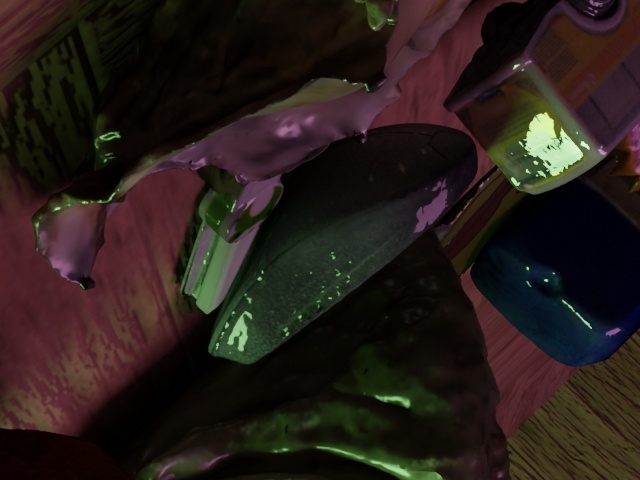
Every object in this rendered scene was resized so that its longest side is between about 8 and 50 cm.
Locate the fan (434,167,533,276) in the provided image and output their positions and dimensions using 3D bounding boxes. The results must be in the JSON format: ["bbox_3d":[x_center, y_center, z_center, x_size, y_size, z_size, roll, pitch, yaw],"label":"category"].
[{"bbox_3d":[0.112,-0.003,1.512,0.229,0.011,0.335,-50,165,15],"label":"fan"}]

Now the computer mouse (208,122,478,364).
[{"bbox_3d":[-0.003,-0.005,1.071,0.229,0.068,0.113,-38,-173,35],"label":"computer mouse"}]

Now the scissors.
[{"bbox_3d":[-0.043,-0.023,0.982,0.101,0.027,0.204,-34,160,-35],"label":"scissors"}]

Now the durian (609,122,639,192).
[{"bbox_3d":[0.297,-0.152,1.403,0.260,0.153,0.186,-54,-173,12],"label":"durian"}]

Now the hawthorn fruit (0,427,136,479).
[{"bbox_3d":[-0.142,0.223,0.913,0.254,0.254,0.300,-45,155,-2],"label":"hawthorn fruit"}]

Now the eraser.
[{"bbox_3d":[0.296,-0.024,1.674,0.332,0.155,0.101,-39,166,-31],"label":"eraser"}]

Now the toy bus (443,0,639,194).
[{"bbox_3d":[0.183,-0.136,1.091,0.268,0.106,0.092,-43,-172,-37],"label":"toy bus"}]

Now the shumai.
[{"bbox_3d":[-0.033,0.134,1.199,0.263,0.304,0.309,-9,174,-11],"label":"shumai"}]

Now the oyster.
[{"bbox_3d":[-0.020,-0.079,0.747,0.271,0.100,0.275,-47,179,17],"label":"oyster"}]
